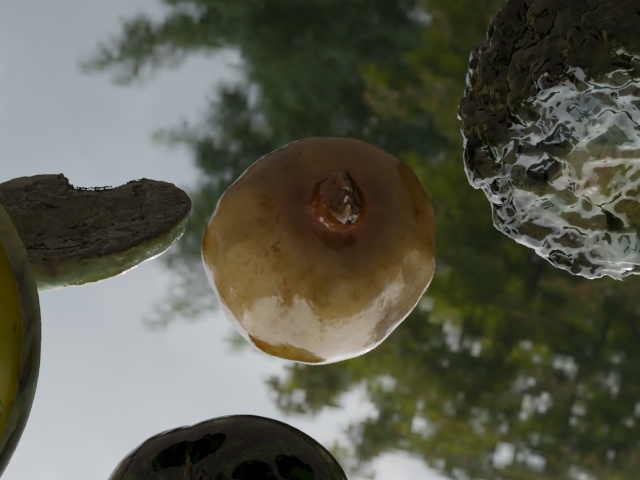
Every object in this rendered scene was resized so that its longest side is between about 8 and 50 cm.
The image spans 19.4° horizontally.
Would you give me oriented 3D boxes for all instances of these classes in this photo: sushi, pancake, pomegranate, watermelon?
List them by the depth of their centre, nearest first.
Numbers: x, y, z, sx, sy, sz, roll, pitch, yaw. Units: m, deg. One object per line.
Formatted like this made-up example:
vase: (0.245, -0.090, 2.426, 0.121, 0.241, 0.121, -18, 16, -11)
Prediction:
pomegranate: (-0.002, 0.007, 1.623, 0.207, 0.207, 0.207, 9, -163, -3)
sushi: (0.298, -0.103, 1.791, 0.352, 0.294, 0.178, 36, -145, -34)
pancake: (-0.252, -0.013, 1.846, 0.254, 0.037, 0.253, -2, -155, 1)
watermelon: (-0.094, 0.299, 1.851, 0.269, 0.269, 0.269, 9, -163, -3)

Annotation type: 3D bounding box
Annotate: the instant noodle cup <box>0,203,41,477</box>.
instant noodle cup: (-0.352, 0.038, 1.059, 0.326, 0.325, 0.254, 16, 166, 18)
